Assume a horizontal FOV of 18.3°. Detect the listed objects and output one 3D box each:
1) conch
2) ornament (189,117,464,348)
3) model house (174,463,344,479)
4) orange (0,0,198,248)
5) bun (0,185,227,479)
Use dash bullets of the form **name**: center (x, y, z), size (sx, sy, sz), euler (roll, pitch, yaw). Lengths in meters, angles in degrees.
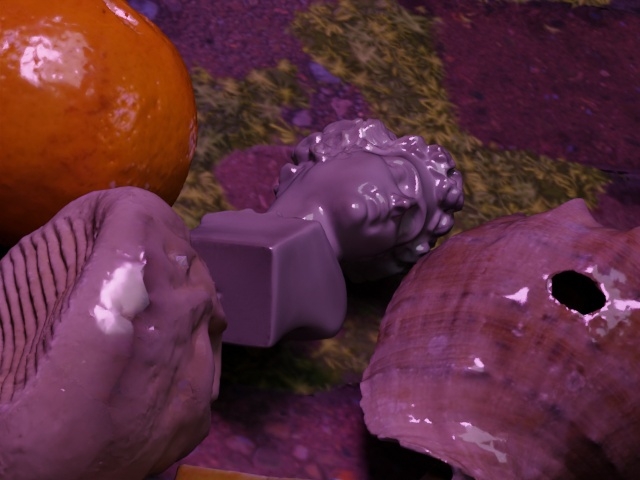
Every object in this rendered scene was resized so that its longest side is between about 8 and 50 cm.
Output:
- **conch**: center (0.175, 0.069, 1.385), size (0.324, 0.186, 0.263), euler (-12, 45, -48)
- **ornament**: center (-0.014, 0.003, 1.402), size (0.130, 0.120, 0.285), euler (16, 30, 30)
- **model house**: center (0.056, 0.275, 1.157), size (0.324, 0.340, 0.300), euler (10, 77, 16)
- **orange**: center (-0.190, -0.085, 1.334), size (0.219, 0.193, 0.219), euler (38, 1, 0)
- **bun**: center (-0.135, 0.078, 1.194), size (0.133, 0.231, 0.231), euler (35, 36, -21)
